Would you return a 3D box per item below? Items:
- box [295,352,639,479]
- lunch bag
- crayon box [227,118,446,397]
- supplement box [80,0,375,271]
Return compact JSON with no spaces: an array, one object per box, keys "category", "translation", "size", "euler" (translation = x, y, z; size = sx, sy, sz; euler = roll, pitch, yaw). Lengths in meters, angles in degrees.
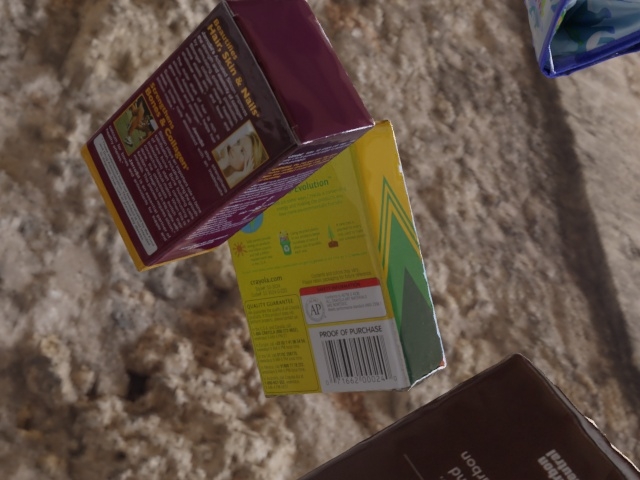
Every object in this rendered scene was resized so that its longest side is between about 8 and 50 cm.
[{"category":"box","translation":[-0.033,0.227,0.431],"size":[0.381,0.191,0.143],"euler":[-28,-125,-16]},{"category":"lunch bag","translation":[0.166,-0.176,0.551],"size":[0.151,0.096,0.129],"euler":[-40,-142,40]},{"category":"crayon box","translation":[0.000,0.000,1.083],"size":[0.202,0.081,0.319],"euler":[-9,-85,40]},{"category":"supplement box","translation":[-0.069,-0.069,0.692],"size":[0.188,0.080,0.104],"euler":[-34,-100,40]}]
